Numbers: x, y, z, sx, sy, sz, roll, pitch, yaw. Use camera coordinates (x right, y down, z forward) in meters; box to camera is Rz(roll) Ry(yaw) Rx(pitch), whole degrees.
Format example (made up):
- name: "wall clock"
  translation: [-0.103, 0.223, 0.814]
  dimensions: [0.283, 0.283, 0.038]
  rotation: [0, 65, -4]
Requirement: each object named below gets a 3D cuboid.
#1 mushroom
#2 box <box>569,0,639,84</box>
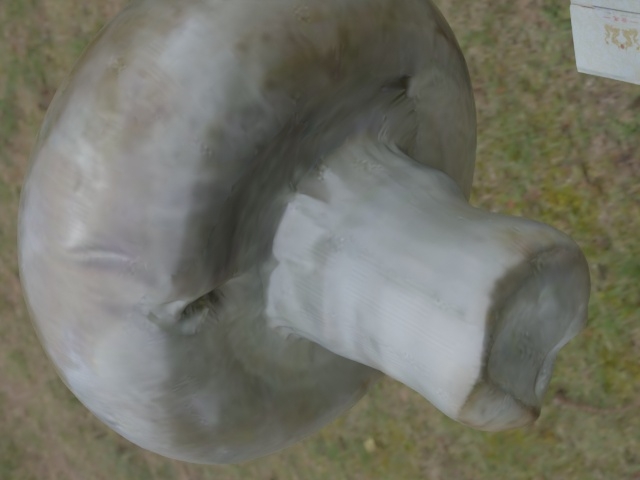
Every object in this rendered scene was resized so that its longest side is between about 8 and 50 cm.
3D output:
- name: "mushroom"
  translation: [0.000, 0.000, 0.614]
  dimensions: [0.243, 0.243, 0.243]
  rotation: [22, 120, 45]
- name: "box"
  translation: [0.175, -0.171, 0.808]
  dimensions: [0.090, 0.024, 0.167]
  rotation: [24, 130, 54]
